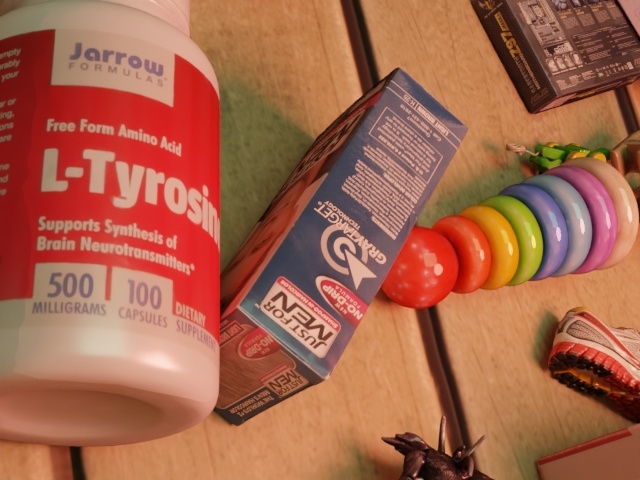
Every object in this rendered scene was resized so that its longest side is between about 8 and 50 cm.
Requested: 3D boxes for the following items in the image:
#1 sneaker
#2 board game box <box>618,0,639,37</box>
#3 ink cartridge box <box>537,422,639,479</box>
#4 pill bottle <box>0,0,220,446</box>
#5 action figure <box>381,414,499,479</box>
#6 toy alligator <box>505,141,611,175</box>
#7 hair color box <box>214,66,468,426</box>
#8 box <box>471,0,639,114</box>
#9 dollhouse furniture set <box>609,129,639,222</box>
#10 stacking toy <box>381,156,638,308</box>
[{"bbox_3d":[0.377,0.150,1.277,0.225,0.088,0.093,30,54,-19],"label":"sneaker"},{"bbox_3d":[0.531,-0.389,1.611,0.318,0.066,0.319,-21,80,-50],"label":"board game box"},{"bbox_3d":[0.482,0.258,1.174,0.384,0.279,0.160,-1,67,-34],"label":"ink cartridge box"},{"bbox_3d":[-0.199,-0.049,0.904,0.229,0.229,0.408,12,62,-29],"label":"pill bottle"},{"bbox_3d":[0.102,0.288,1.006,0.164,0.141,0.276,33,27,-6],"label":"action figure"},{"bbox_3d":[0.304,-0.096,1.373,0.189,0.056,0.051,-1,109,-34],"label":"toy alligator"},{"bbox_3d":[0.000,0.000,1.046,0.105,0.174,0.347,40,52,-10],"label":"hair color box"},{"bbox_3d":[0.339,-0.286,1.477,0.232,0.059,0.183,-20,80,-37],"label":"box"},{"bbox_3d":[0.531,-0.046,1.398,0.161,0.212,0.242,-35,117,-37],"label":"dollhouse furniture set"},{"bbox_3d":[0.205,-0.002,1.215,0.330,0.141,0.141,-14,76,-33],"label":"stacking toy"}]
